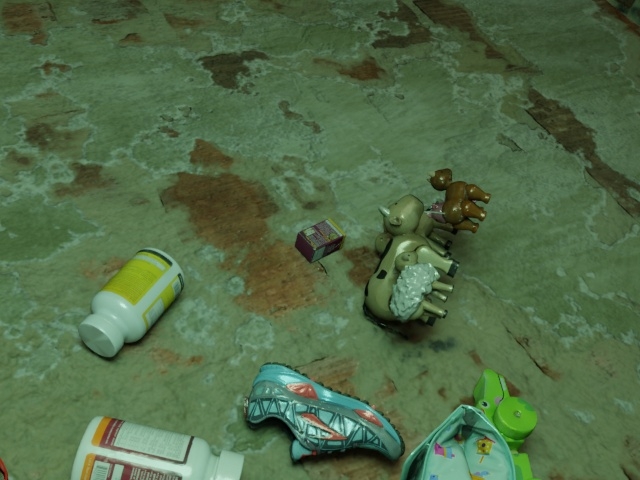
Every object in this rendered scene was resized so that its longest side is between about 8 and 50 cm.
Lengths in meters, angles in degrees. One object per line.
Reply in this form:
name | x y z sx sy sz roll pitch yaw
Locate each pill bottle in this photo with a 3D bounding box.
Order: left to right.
pill bottle | -0.315 0.103 1.243 0.103 0.103 0.184 27 47 10
pill bottle | -0.226 0.328 1.047 0.221 0.121 0.121 14 46 -3

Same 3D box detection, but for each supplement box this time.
supplement box | 0.000 0.000 1.464 0.083 0.043 0.055 -24 58 -33

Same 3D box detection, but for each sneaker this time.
sneaker | 0.001 0.299 1.171 0.261 0.104 0.125 23 64 12

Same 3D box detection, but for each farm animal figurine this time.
farm animal figurine | 0.168 0.012 1.386 0.172 0.330 0.327 23 75 3

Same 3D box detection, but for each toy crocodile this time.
toy crocodile | 0.284 0.356 1.161 0.105 0.115 0.341 5 47 -10

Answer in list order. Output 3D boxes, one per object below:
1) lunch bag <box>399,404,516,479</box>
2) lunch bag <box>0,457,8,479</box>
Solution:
lunch bag | 0.175 0.386 1.028 0.160 0.223 0.262 8 46 0
lunch bag | -0.546 0.332 0.969 0.258 0.120 0.293 2 49 -19
